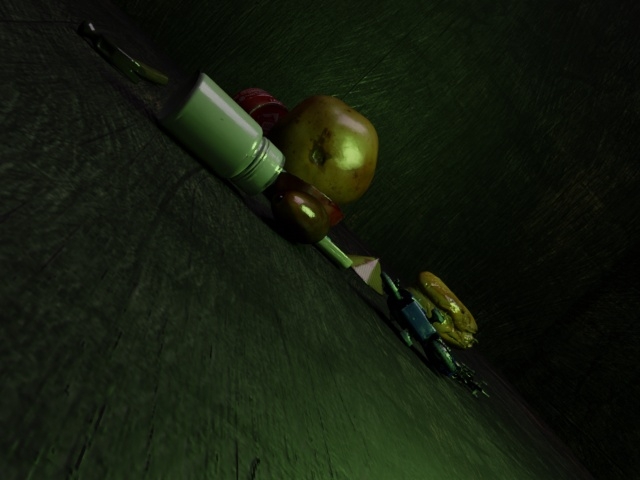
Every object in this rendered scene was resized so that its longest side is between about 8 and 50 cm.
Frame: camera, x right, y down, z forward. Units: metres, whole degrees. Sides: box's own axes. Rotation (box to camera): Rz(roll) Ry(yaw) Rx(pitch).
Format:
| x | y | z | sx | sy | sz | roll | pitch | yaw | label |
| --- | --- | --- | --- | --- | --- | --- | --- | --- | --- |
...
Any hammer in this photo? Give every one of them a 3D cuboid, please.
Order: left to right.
| x | y | z | sx | sy | sz | roll | pitch | yaw | label |
| --- | --- | --- | --- | --- | --- | --- | --- | --- | --- |
| -0.474 | -0.453 | 1.666 | 0.168 | 0.044 | 0.440 | 43 | 6 | -3 | hammer |

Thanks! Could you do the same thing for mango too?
| x | y | z | sx | sy | sz | roll | pitch | yaw | label |
| --- | --- | --- | --- | --- | --- | --- | --- | --- | --- |
| -0.038 | -0.051 | 1.486 | 0.133 | 0.111 | 0.267 | 30 | 3 | 15 | mango |

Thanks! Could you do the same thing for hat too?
| x | y | z | sx | sy | sz | roll | pitch | yaw | label |
| --- | --- | --- | --- | --- | --- | --- | --- | --- | --- |
| 0.163 | 0.087 | 2.113 | 0.193 | 0.082 | 0.193 | 45 | 5 | -5 | hat |

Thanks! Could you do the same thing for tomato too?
| x | y | z | sx | sy | sz | roll | pitch | yaw | label |
| --- | --- | --- | --- | --- | --- | --- | --- | --- | --- |
| -0.042 | -0.102 | 1.827 | 0.225 | 0.085 | 0.225 | 34 | -10 | 7 | tomato |

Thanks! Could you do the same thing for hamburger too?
| x | y | z | sx | sy | sz | roll | pitch | yaw | label |
| --- | --- | --- | --- | --- | --- | --- | --- | --- | --- |
| 0.436 | 0.263 | 2.338 | 0.290 | 0.170 | 0.314 | 37 | 10 | -38 | hamburger |

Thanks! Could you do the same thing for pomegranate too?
| x | y | z | sx | sy | sz | roll | pitch | yaw | label |
| --- | --- | --- | --- | --- | --- | --- | --- | --- | --- |
| -0.002 | -0.306 | 2.276 | 0.417 | 0.416 | 0.416 | 44 | 5 | -5 | pomegranate |

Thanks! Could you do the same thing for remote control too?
| x | y | z | sx | sy | sz | roll | pitch | yaw | label |
| --- | --- | --- | --- | --- | --- | --- | --- | --- | --- |
| 0.000 | 0.000 | 1.760 | 0.221 | 0.042 | 0.078 | 43 | -1 | -16 | remote control |

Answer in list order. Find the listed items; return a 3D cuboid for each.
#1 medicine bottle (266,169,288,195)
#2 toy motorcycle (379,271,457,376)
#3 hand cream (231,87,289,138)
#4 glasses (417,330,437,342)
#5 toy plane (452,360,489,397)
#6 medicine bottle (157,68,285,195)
| x | y | z | sx | sy | sz | roll | pitch | yaw | label |
| --- | --- | --- | --- | --- | --- | --- | --- | --- | --- |
| -0.145 | -0.188 | 1.907 | 0.080 | 0.080 | 0.130 | 48 | 6 | 31 | medicine bottle |
| 0.249 | 0.214 | 1.665 | 0.315 | 0.113 | 0.169 | 55 | -2 | 11 | toy motorcycle |
| -0.235 | -0.437 | 2.376 | 0.149 | 0.230 | 0.230 | 47 | 6 | 37 | hand cream |
| 0.277 | 0.271 | 1.858 | 0.140 | 0.062 | 0.104 | 45 | 27 | 6 | glasses |
| 0.418 | 0.393 | 1.858 | 0.197 | 0.053 | 0.078 | 39 | -2 | -13 | toy plane |
| -0.204 | -0.219 | 1.368 | 0.258 | 0.143 | 0.143 | 40 | 7 | -28 | medicine bottle |
